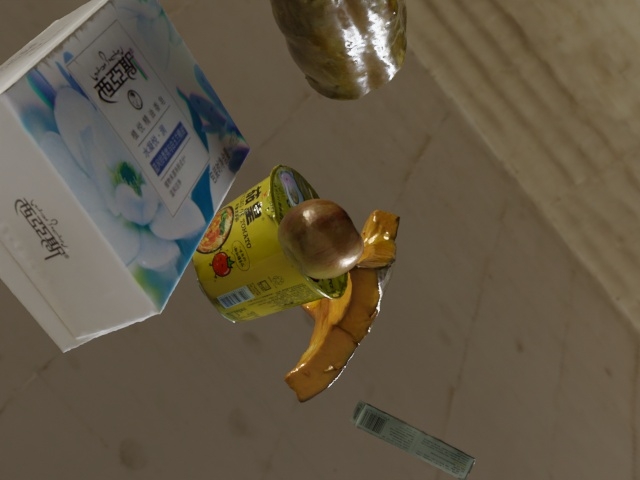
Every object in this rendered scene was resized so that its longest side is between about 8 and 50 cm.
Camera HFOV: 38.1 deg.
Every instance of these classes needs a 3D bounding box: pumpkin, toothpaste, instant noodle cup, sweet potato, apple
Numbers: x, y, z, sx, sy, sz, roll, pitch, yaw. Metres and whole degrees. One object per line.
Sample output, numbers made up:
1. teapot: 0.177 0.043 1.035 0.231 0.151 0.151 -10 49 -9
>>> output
1. pumpkin: 0.033 0.074 1.365 0.095 0.258 0.290 27 -155 -11
2. toothpaste: 0.116 0.253 1.180 0.164 0.034 0.046 28 175 -8
3. instant noodle cup: -0.071 0.015 1.172 0.182 0.144 0.182 51 -155 -35
4. sweet potato: 0.004 -0.316 1.025 0.370 0.157 0.158 64 -174 -53
5. apple: 0.000 0.000 0.908 0.084 0.071 0.084 52 174 7

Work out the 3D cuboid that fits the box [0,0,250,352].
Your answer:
1. box: -0.186 -0.077 0.791 0.203 0.116 0.274 58 -153 -23
